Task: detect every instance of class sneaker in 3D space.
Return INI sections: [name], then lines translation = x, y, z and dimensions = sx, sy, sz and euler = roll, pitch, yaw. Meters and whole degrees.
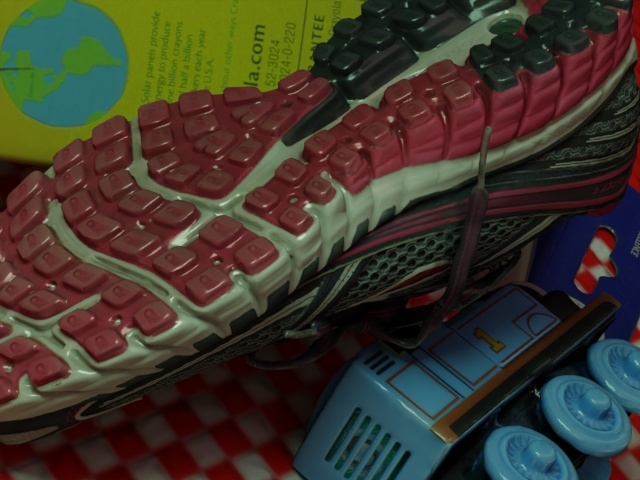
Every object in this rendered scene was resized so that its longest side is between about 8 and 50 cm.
[sneaker]
translation = 0.000, 0.000, 0.647
dimensions = 0.299, 0.112, 0.121
euler = -26, 40, -13

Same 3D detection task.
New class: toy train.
[toy train]
translation = 0.075, 0.072, 0.732
dimensions = 0.105, 0.080, 0.184
euler = 41, 36, 14

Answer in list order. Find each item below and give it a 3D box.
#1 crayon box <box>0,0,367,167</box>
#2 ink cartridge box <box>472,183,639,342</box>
[crayon box]
translation = -0.062, -0.125, 0.710
dimensions = 0.318, 0.202, 0.081
euler = 7, 2, -26
[ink cartridge box]
translation = 0.040, -0.097, 0.899
dimensions = 0.371, 0.069, 0.176
euler = 39, 36, -2
